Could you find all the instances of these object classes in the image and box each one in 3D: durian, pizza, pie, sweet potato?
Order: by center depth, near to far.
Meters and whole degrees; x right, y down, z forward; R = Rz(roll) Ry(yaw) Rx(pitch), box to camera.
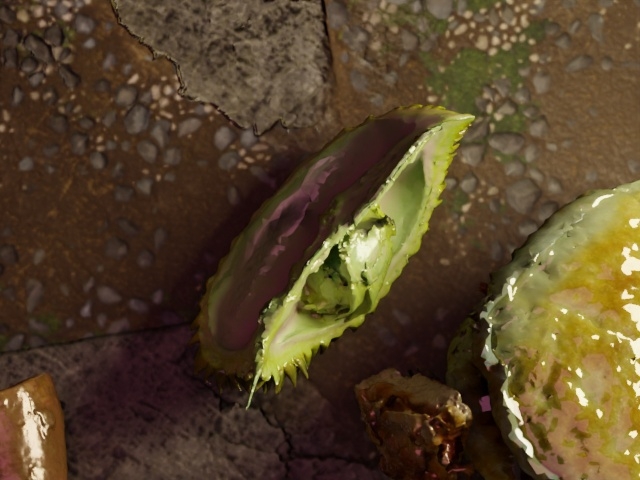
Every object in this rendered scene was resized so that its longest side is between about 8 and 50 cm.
[{"bbox_3d":[0.090,0.185,1.873,0.069,0.194,0.154,-19,80,-18],"label":"pizza"},{"bbox_3d":[-0.283,0.298,1.892,0.131,0.131,0.336,-13,76,-2],"label":"sweet potato"},{"bbox_3d":[0.338,0.135,1.895,0.418,0.180,0.395,-24,82,-16],"label":"pie"},{"bbox_3d":[-0.003,0.005,1.928,0.157,0.169,0.355,36,79,7],"label":"durian"}]
